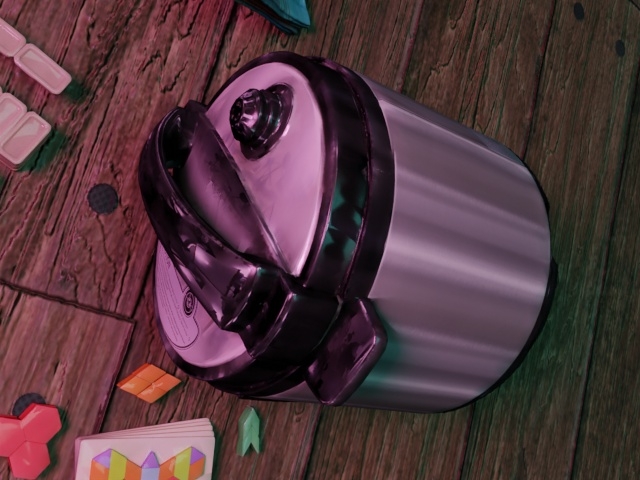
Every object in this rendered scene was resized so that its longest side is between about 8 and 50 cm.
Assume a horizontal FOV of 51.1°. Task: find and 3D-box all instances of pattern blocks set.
[{"bbox_3d":[-0.209,0.293,0.793,0.325,0.026,0.285,-9,93,-35],"label":"pattern blocks set"}]

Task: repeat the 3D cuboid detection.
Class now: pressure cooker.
[{"bbox_3d":[0.002,-0.006,0.748,0.420,0.370,0.375,16,75,-37],"label":"pressure cooker"}]

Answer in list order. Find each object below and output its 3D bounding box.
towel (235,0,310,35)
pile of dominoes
[{"bbox_3d":[-0.060,-0.461,0.805,0.271,0.040,0.370,-19,112,-73],"label":"towel"},{"bbox_3d":[-0.407,-0.167,0.686,0.251,0.040,0.196,40,68,-18],"label":"pile of dominoes"}]
